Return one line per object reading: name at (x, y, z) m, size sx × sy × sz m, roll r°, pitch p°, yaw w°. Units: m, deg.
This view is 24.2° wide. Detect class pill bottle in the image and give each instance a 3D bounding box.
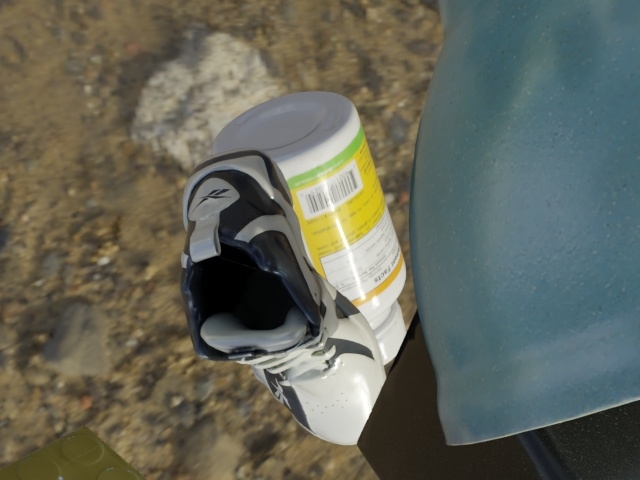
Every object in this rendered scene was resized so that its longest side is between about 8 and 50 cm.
pill bottle at (0.000, 0.000, 1.364) m, size 0.136 × 0.136 × 0.246 m, roll -9°, pitch 121°, yaw 17°

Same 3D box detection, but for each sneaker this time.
sneaker at (-0.028, 0.067, 0.984) m, size 0.094 × 0.153 × 0.235 m, roll -14°, pitch 114°, yaw 14°

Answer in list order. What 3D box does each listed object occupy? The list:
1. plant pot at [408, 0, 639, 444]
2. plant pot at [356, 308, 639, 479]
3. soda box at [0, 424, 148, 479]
plant pot at (0.160, -0.050, 0.640) m, size 0.293 × 0.293 × 0.196 m, roll -21°, pitch 83°, yaw 18°
plant pot at (0.154, 0.119, 0.853) m, size 0.187 × 0.188 × 0.167 m, roll 109°, pitch 143°, yaw -49°
soda box at (-0.173, 0.165, 0.763) m, size 0.061 × 0.181 × 0.058 m, roll 36°, pitch 129°, yaw 27°
